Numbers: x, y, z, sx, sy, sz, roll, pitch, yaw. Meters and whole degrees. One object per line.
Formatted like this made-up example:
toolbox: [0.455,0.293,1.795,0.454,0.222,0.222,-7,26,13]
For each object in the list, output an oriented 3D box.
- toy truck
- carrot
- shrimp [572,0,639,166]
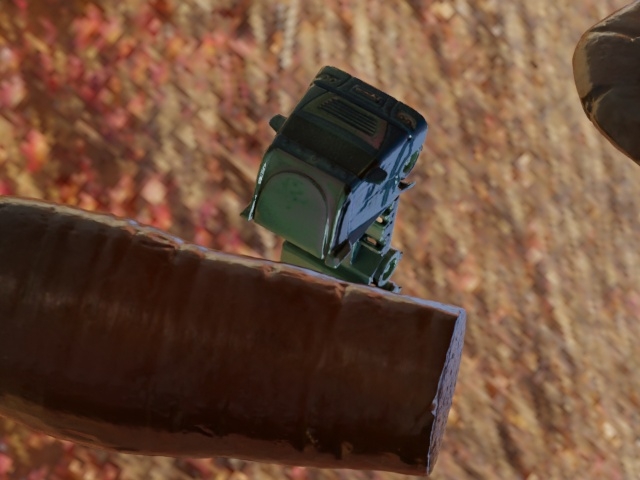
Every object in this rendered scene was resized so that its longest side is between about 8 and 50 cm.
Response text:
toy truck: [0.000,0.000,0.962,0.067,0.175,0.081,30,-127,16]
carrot: [-0.047,0.039,0.672,0.087,0.193,0.087,-165,-90,-89]
shrimp: [0.252,-0.037,0.844,0.178,0.289,0.075,-64,176,-51]
